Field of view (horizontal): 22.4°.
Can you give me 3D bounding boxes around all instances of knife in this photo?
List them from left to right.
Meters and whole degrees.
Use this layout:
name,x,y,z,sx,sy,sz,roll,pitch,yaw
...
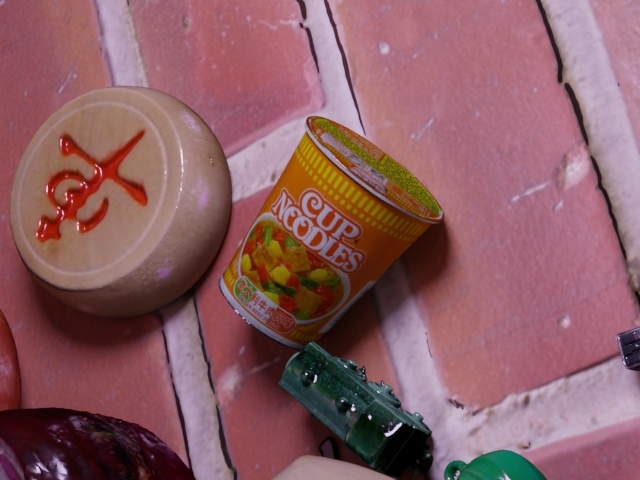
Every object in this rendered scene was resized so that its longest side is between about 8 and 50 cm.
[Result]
name,x,y,z,sx,sy,sz,roll,pitch,yaw
knife,0.015,0.270,1.536,0.023,0.010,0.170,-16,69,25

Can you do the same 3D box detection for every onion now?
name,x,y,z,sx,sy,sz,roll,pitch,yaw
onion,-0.245,0.311,1.530,0.282,0.260,0.337,42,116,40

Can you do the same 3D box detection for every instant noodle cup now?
name,x,y,z,sx,sy,sz,roll,pitch,yaw
instant noodle cup,0.000,0.000,1.553,0.185,0.168,0.168,-52,57,16

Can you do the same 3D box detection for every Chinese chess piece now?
name,x,y,z,sx,sy,sz,roll,pitch,yaw
Chinese chess piece,-0.215,-0.042,1.714,0.250,0.097,0.251,-9,71,27

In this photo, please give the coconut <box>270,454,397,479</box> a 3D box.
name,x,y,z,sx,sy,sz,roll,pitch,yaw
coconut,0.016,0.296,1.418,0.224,0.224,0.224,-9,70,28

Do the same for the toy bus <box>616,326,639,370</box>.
name,x,y,z,sx,sy,sz,roll,pitch,yaw
toy bus,0.323,0.080,1.391,0.130,0.052,0.037,-21,70,26

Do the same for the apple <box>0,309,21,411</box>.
name,x,y,z,sx,sy,sz,roll,pitch,yaw
apple,-0.511,0.166,1.686,0.364,0.364,0.364,-9,70,28

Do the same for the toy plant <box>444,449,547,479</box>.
name,x,y,z,sx,sy,sz,roll,pitch,yaw
toy plant,0.167,0.263,1.401,0.200,0.105,0.143,30,105,51

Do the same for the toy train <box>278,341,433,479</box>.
name,x,y,z,sx,sy,sz,roll,pitch,yaw
toy train,0.031,0.156,1.503,0.170,0.111,0.071,37,91,33
